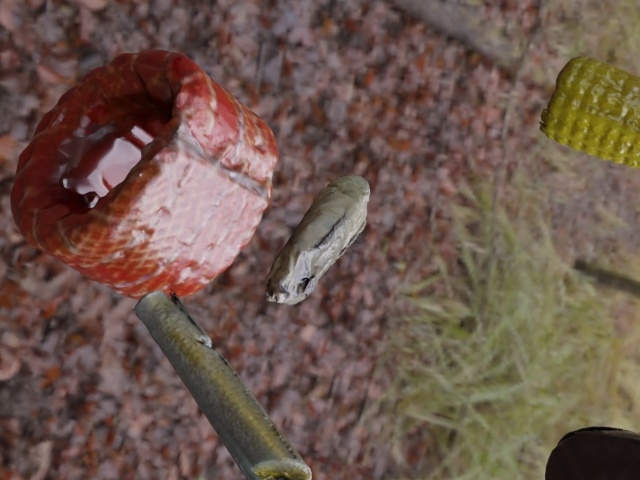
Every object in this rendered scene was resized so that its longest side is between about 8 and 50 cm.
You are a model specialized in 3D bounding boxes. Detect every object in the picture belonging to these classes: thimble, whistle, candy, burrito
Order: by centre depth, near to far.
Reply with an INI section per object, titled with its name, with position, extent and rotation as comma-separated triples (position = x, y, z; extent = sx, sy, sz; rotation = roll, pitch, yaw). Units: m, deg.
[burrito]
position = -0.002, 0.000, 0.908
extent = 0.188, 0.045, 0.058
rotation = -55, 155, -60
[candy]
position = 0.349, -0.126, 1.254
extent = 0.106, 0.199, 0.094
rotation = -57, 164, -30
[whistle]
position = -0.125, 0.182, 1.371
extent = 0.068, 0.326, 0.057
rotation = -23, 144, -25
[thimble]
position = -0.249, -0.085, 1.603
extent = 0.230, 0.350, 0.350
rotation = 38, 67, -43

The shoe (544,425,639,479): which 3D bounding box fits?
[shoe]
position = 0.349, 0.191, 0.885
extent = 0.171, 0.336, 0.132
rotation = 9, 70, -38
